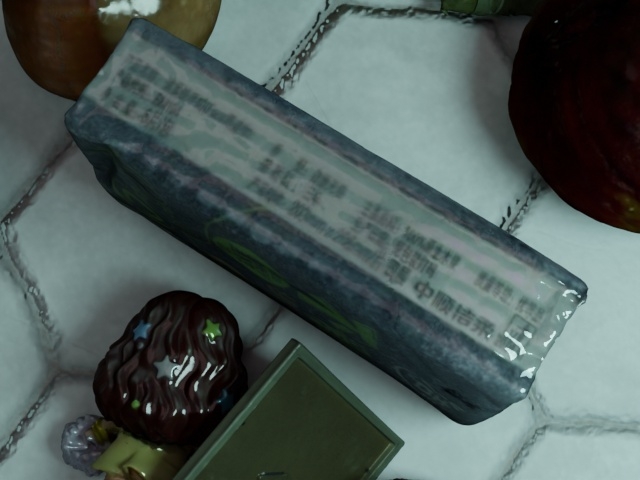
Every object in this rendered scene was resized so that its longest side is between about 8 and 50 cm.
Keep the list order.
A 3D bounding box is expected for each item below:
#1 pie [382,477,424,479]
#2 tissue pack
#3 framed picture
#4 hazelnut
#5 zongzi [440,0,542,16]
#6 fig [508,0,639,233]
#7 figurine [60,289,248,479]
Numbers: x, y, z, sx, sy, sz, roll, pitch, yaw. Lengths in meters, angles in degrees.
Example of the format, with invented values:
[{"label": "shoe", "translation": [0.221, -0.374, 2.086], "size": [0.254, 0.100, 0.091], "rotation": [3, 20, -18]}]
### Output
[{"label": "pie", "translation": [0.073, 0.293, 1.110], "size": [0.182, 0.049, 0.182], "rotation": [1, 85, -7]}, {"label": "tissue pack", "translation": [0.000, 0.000, 1.046], "size": [0.394, 0.288, 0.124], "rotation": [33, 82, 5]}, {"label": "framed picture", "translation": [-0.052, 0.223, 1.085], "size": [0.250, 0.184, 0.016], "rotation": [-50, 41, -6]}, {"label": "hazelnut", "translation": [-0.188, -0.219, 1.145], "size": [0.214, 0.176, 0.214], "rotation": [-13, 45, 13]}, {"label": "zongzi", "translation": [0.162, -0.280, 1.221], "size": [0.130, 0.062, 0.154], "rotation": [-1, 63, -22]}, {"label": "fig", "translation": [0.288, -0.118, 1.104], "size": [0.224, 0.224, 0.263], "rotation": [-38, 89, -5]}, {"label": "figurine", "translation": [-0.139, 0.161, 1.107], "size": [0.174, 0.116, 0.240], "rotation": [16, 82, 3]}]
